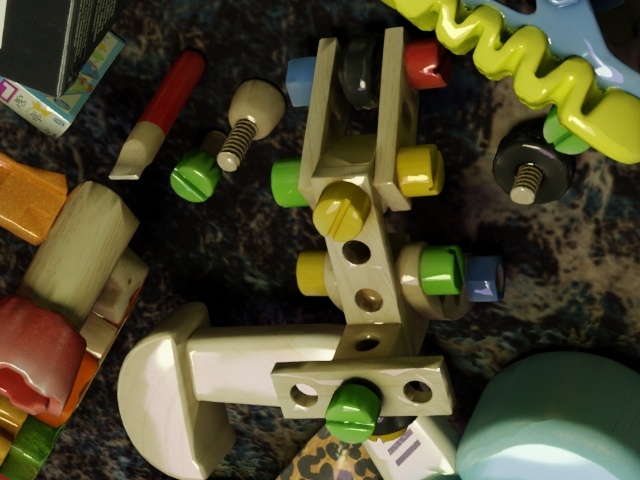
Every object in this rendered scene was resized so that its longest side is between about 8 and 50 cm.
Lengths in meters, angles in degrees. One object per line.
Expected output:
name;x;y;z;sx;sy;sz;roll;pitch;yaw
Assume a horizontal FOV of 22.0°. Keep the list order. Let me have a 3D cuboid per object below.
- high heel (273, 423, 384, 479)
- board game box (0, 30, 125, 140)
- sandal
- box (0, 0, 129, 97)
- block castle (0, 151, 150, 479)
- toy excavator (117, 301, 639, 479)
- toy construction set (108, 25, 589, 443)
high heel;-0.060;0.207;1.488;0.261;0.093;0.186;8;121;22
board game box;-0.227;-0.155;1.191;0.154;0.103;0.026;38;135;-13
sandal;0.102;-0.186;1.030;0.317;0.126;0.138;34;99;1
box;-0.187;-0.211;1.047;0.153;0.207;0.108;21;136;2
block castle;-0.328;0.070;1.278;0.303;0.213;0.453;28;156;-5
toy excavator;0.115;0.179;1.288;0.433;0.222;0.445;-30;96;25
toy construction set;0.000;0.000;1.143;0.308;0.237;0.257;19;136;7
